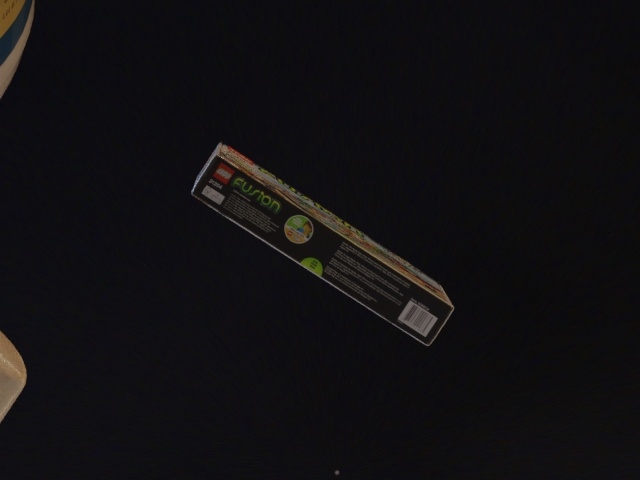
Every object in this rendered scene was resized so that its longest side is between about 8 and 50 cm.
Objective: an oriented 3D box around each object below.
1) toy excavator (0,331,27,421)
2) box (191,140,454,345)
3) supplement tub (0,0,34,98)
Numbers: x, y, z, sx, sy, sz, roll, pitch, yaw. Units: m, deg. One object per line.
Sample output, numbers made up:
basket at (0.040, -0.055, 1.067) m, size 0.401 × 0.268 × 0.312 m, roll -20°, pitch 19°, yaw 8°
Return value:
toy excavator at (-0.326, 0.129, 0.905) m, size 0.445 × 0.433 × 0.222 m, roll 24°, pitch -70°, yaw -36°
box at (0.000, 0.000, 1.328) m, size 0.207 × 0.114 × 0.036 m, roll 33°, pitch -84°, yaw -6°
supplement tub at (-0.128, -0.120, 0.376) m, size 0.144 × 0.199 × 0.144 m, roll 7°, pitch -135°, yaw -7°
